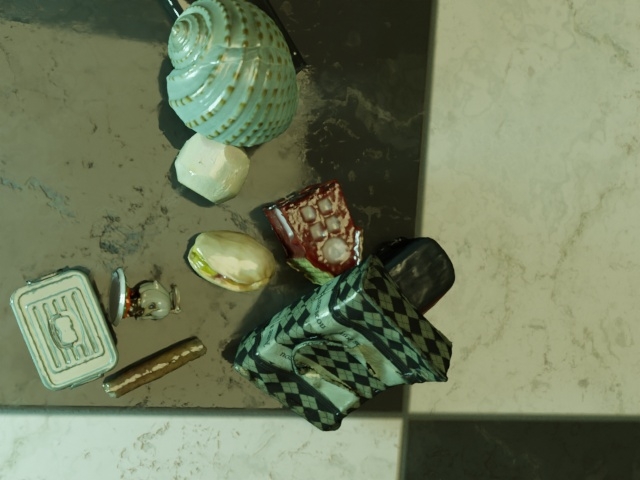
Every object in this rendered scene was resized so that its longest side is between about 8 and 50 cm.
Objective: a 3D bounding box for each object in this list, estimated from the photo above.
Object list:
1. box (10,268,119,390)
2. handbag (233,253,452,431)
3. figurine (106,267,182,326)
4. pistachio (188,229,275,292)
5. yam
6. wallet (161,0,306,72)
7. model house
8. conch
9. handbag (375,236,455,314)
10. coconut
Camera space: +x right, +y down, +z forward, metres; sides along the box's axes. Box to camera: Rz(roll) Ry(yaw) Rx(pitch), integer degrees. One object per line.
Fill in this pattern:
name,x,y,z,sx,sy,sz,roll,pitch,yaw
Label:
box,-0.540,0.183,1.494,0.163,0.135,0.243,-22,97,-15
handbag,0.054,0.255,1.559,0.317,0.416,0.180,46,33,-16
figurine,-0.387,0.128,1.560,0.153,0.132,0.132,6,88,-29
pistachio,-0.202,0.047,1.613,0.200,0.117,0.145,18,46,-9
yam,-0.373,0.291,1.584,0.241,0.057,0.057,-24,96,-18
wallet,-0.227,-0.528,1.634,0.228,0.062,0.406,-33,100,-15
model house,0.000,0.000,1.629,0.160,0.196,0.254,-30,99,-17
conch,-0.168,-0.368,1.494,0.319,0.215,0.303,9,70,-21
handbag,0.187,0.107,1.690,0.254,0.181,0.181,-39,102,-13
coconut,-0.234,-0.174,1.575,0.161,0.161,0.162,32,89,-14
